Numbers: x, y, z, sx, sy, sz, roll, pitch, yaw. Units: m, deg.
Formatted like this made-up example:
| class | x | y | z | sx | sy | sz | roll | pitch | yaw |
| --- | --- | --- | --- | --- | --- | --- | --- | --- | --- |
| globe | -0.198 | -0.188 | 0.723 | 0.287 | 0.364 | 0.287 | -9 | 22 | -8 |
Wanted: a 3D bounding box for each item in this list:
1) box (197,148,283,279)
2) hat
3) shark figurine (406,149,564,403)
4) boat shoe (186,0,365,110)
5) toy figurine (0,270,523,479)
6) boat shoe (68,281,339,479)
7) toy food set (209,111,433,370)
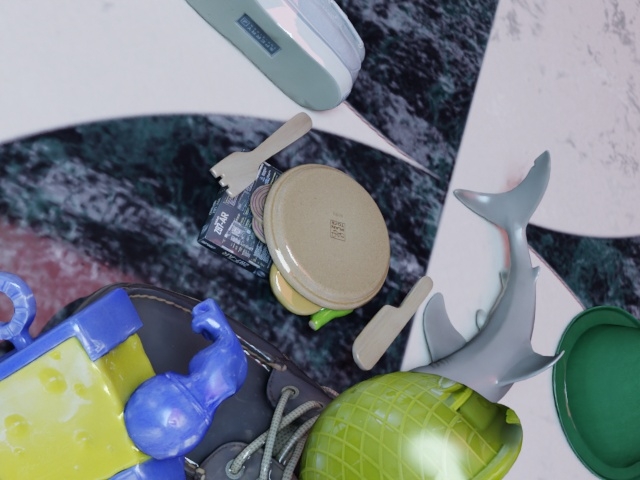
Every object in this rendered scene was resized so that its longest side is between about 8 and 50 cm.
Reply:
| class | x | y | z | sx | sy | sz | roll | pitch | yaw |
| --- | --- | --- | --- | --- | --- | --- | --- | --- | --- |
| box | -0.052 | -0.020 | 0.640 | 0.067 | 0.018 | 0.083 | 30 | 65 | -23 |
| hat | 0.340 | 0.130 | 0.748 | 0.173 | 0.183 | 0.208 | -33 | 97 | -32 |
| shark figurine | 0.167 | 0.072 | 0.700 | 0.166 | 0.116 | 0.278 | 41 | 63 | -19 |
| boat shoe | -0.049 | -0.209 | 0.656 | 0.227 | 0.079 | 0.081 | 45 | 53 | -22 |
| toy figurine | -0.111 | 0.102 | 0.403 | 0.217 | 0.363 | 0.191 | 60 | 16 | 2 |
| boat shoe | -0.016 | 0.146 | 0.559 | 0.355 | 0.130 | 0.132 | 40 | 62 | -18 |
| toy food set | 0.000 | 0.000 | 0.642 | 0.192 | 0.038 | 0.132 | 54 | 49 | -7 |
